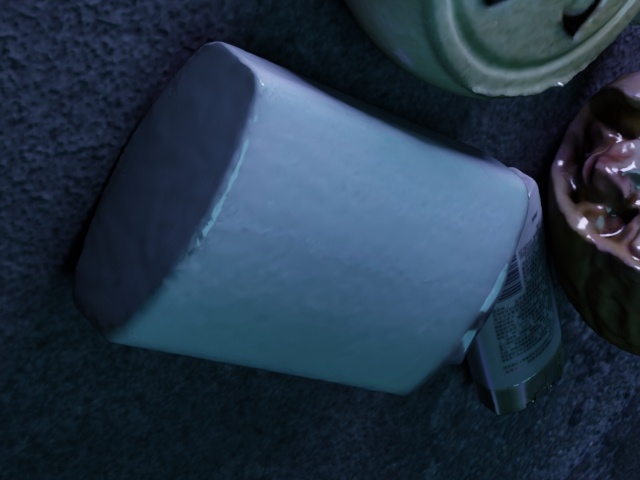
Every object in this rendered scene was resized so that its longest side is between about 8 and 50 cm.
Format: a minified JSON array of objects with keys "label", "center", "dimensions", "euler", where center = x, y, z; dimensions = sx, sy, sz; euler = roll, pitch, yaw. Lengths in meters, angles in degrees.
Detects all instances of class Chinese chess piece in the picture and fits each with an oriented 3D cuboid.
[{"label":"Chinese chess piece","center":[0.124,-0.208,0.874],"dimensions":[0.250,0.101,0.250],"euler":[-25,135,-27]}]

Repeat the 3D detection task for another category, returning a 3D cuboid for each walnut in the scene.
[{"label":"walnut","center":[0.246,-0.008,1.097],"dimensions":[0.141,0.238,0.204],"euler":[-1,162,3]}]

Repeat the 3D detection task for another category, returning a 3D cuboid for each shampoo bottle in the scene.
[{"label":"shampoo bottle","center":[0.148,0.046,1.126],"dimensions":[0.086,0.056,0.227],"euler":[-36,138,-15]}]

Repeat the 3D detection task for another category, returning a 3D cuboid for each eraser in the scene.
[{"label":"eraser","center":[0.000,0.000,0.920],"dimensions":[0.290,0.104,0.189],"euler":[17,112,-47]}]

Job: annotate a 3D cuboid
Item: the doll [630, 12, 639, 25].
[{"label":"doll","center":[0.229,-0.179,1.022],"dimensions":[0.083,0.076,0.050],"euler":[-2,87,-34]}]
